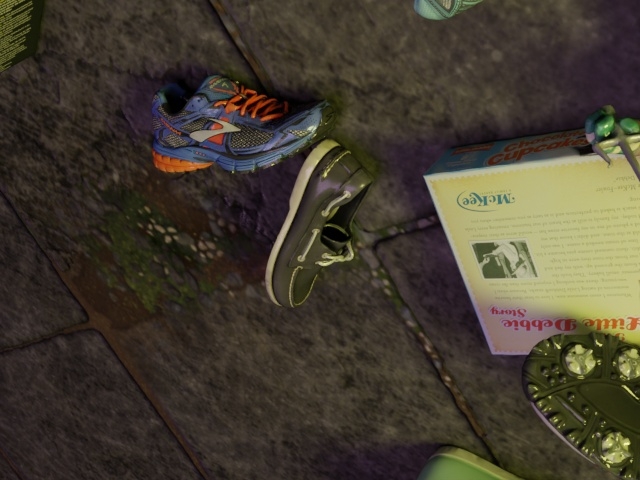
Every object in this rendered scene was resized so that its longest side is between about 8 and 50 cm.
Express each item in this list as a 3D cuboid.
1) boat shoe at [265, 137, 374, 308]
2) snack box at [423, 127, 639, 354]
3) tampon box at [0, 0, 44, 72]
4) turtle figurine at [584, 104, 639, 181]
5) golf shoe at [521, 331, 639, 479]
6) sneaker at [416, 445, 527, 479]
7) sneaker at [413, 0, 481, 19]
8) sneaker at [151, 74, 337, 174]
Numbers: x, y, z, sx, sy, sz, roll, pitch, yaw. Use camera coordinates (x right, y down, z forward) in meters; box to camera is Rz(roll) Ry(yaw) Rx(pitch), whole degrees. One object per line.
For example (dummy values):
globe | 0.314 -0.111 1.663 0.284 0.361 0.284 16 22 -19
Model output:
boat shoe | 0.000 0.000 0.978 0.065 0.075 0.206 32 132 17
snack box | 0.253 0.001 0.792 0.322 0.060 0.187 -5 118 40
tampon box | -0.356 -0.260 1.026 0.120 0.101 0.161 37 137 7
turtle figurine | 0.255 -0.082 0.623 0.175 0.234 0.118 -10 160 27
golf shoe | 0.267 0.163 0.832 0.273 0.105 0.120 26 158 -14
sneaker | 0.198 0.316 1.017 0.256 0.151 0.094 16 129 26
sneaker | 0.025 -0.271 0.722 0.283 0.110 0.122 48 141 -4
sneaker | -0.084 -0.113 0.952 0.221 0.083 0.087 -1 114 34
